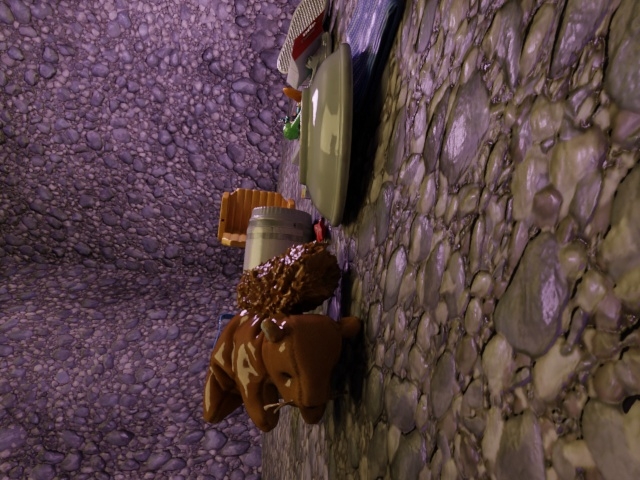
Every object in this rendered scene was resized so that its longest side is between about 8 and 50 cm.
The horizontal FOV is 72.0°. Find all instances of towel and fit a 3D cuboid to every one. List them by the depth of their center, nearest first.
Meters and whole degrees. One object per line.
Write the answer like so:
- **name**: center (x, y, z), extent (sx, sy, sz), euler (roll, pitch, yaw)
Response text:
- **towel**: center (0.098, -0.456, 0.919), extent (0.243, 0.040, 0.335), euler (109, 163, -51)

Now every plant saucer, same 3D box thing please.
- **plant saucer**: center (0.004, -0.232, 0.998), extent (0.400, 0.101, 0.400), euler (-177, 90, -88)

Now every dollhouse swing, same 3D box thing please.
- **dollhouse swing**: center (-0.292, -0.105, 2.047), extent (0.305, 0.347, 0.315), euler (148, 127, -79)

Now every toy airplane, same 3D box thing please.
- **toy airplane**: center (0.000, 0.000, 1.244), extent (0.151, 0.028, 0.151), euler (-174, 90, -82)

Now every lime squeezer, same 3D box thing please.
- **lime squeezer**: center (-0.090, -0.388, 1.479), extent (0.310, 0.059, 0.109), euler (-155, 81, -82)

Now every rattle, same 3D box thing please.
- **rattle**: center (-0.077, -0.461, 1.660), extent (0.130, 0.143, 0.199), euler (28, 107, 60)

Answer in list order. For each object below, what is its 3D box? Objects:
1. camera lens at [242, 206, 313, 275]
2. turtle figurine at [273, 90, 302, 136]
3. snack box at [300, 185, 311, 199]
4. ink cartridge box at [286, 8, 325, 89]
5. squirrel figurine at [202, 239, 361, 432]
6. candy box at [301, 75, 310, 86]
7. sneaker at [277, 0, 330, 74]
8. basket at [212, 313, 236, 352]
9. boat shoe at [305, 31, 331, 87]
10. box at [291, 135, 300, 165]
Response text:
- **camera lens**: center (-0.139, 0.043, 1.452), extent (0.219, 0.220, 0.274), euler (146, 129, -77)
- **turtle figurine**: center (-0.128, -0.572, 2.063), extent (0.175, 0.118, 0.234), euler (13, 81, 66)
- **snack box**: center (-0.040, -0.218, 1.572), extent (0.100, 0.037, 0.141), euler (-150, 68, -78)
- **ink cartridge box**: center (-0.036, -0.658, 1.529), extent (0.181, 0.056, 0.224), euler (-53, 1, -19)
- **squirrel figurine**: center (-0.077, 0.183, 0.917), extent (0.370, 0.281, 0.396), euler (130, 143, -62)
- **candy box**: center (-0.051, -0.798, 1.883), extent (0.159, 0.071, 0.233), euler (-97, 17, -51)
- **sneaker**: center (-0.047, -0.778, 1.670), extent (0.126, 0.127, 0.321), euler (44, 119, 20)
- **basket**: center (-0.225, 0.349, 1.564), extent (0.254, 0.289, 0.201), euler (-99, 23, -66)
- **boat shoe**: center (-0.011, -0.590, 1.499), extent (0.079, 0.081, 0.227), euler (-112, 29, -70)
- **box**: center (-0.019, -0.376, 1.395), extent (0.322, 0.059, 0.232), euler (172, 114, -78)
